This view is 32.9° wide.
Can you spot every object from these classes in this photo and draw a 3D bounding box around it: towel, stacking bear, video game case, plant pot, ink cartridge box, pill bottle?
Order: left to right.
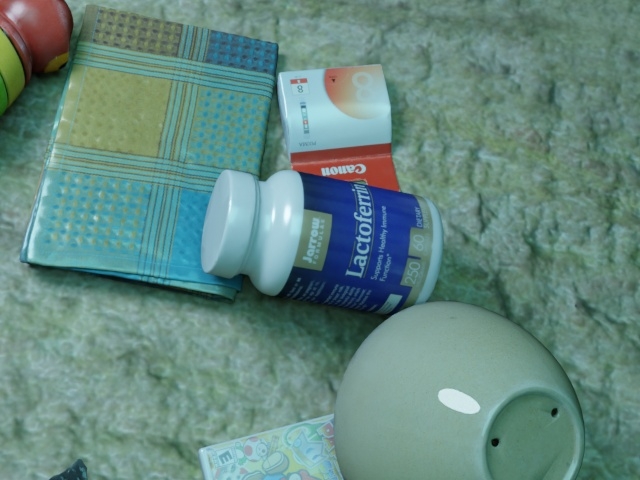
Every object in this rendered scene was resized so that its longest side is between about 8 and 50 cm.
[{"bbox_3d":[-0.419,-0.214,1.313,0.164,0.175,0.289,47,59,-3],"label":"stacking bear"},{"bbox_3d":[-0.206,-0.115,1.379,0.271,0.040,0.370,11,67,-8],"label":"towel"},{"bbox_3d":[-0.016,0.328,1.265,0.206,0.026,0.227,-12,73,-15],"label":"video game case"},{"bbox_3d":[0.000,0.000,1.296,0.264,0.153,0.153,10,69,-18],"label":"pill bottle"},{"bbox_3d":[0.025,-0.142,1.430,0.145,0.045,0.179,-7,70,-13],"label":"ink cartridge box"},{"bbox_3d":[0.183,0.213,1.205,0.284,0.191,0.284,0,91,-25],"label":"plant pot"}]

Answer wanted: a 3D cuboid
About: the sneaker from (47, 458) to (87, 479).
[{"bbox_3d":[-0.328,0.314,1.197,0.170,0.051,0.089,-21,76,-22],"label":"sneaker"}]
